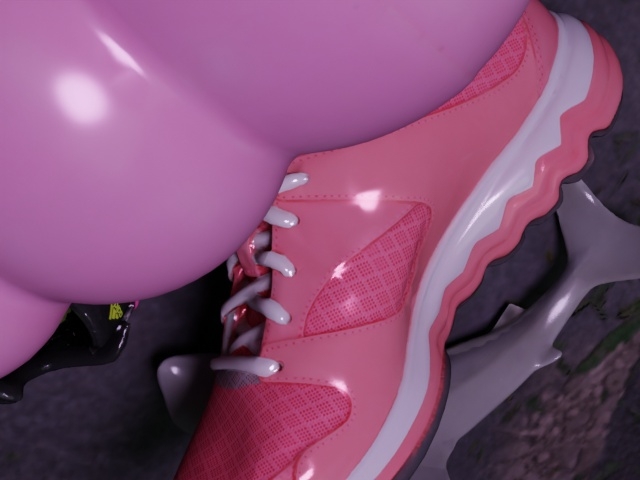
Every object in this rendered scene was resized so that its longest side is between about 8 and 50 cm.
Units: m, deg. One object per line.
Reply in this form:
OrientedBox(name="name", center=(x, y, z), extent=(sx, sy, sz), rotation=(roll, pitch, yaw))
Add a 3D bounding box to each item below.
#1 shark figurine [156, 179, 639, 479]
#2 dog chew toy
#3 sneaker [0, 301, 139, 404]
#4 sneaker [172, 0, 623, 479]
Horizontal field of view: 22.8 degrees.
OrientedBox(name="shark figurine", center=(0.068, 0.084, 0.809), extent=(0.278, 0.116, 0.166), rotation=(-23, 131, -16))
OrientedBox(name="dog chew toy", center=(-0.077, -0.075, 0.557), extent=(0.332, 0.207, 0.206), rotation=(-43, 134, 11))
OrientedBox(name="sneaker", center=(-0.093, 0.012, 0.679), extent=(0.170, 0.075, 0.063), rotation=(-34, 132, -9))
OrientedBox(name="sneaker", center=(0.000, 0.000, 0.683), extent=(0.136, 0.116, 0.314), rotation=(40, 70, -22))
